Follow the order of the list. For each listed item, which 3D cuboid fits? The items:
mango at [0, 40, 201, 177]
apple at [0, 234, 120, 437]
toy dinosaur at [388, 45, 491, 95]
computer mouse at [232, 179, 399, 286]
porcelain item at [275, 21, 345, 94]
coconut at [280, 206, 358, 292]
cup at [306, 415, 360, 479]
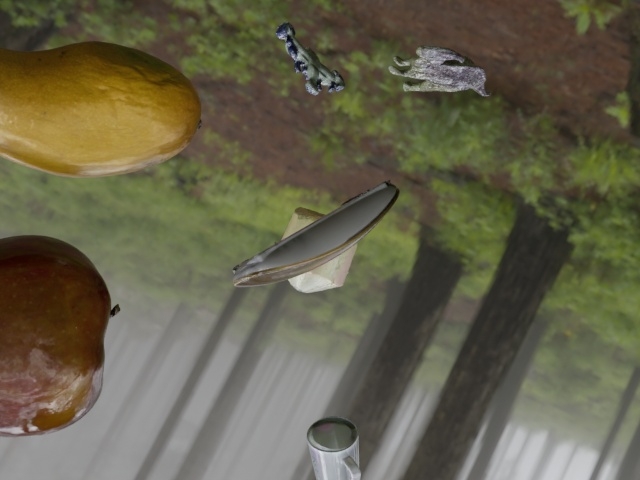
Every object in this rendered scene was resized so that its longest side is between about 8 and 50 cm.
[{"bbox_3d":[-0.333,-0.179,1.551,0.359,0.187,0.144,-5,-173,-26],"label":"mango"},{"bbox_3d":[-0.444,0.138,1.601,0.317,0.288,0.288,-5,-177,-23],"label":"apple"},{"bbox_3d":[0.231,-0.328,2.196,0.162,0.077,0.294,5,-175,30],"label":"toy dinosaur"},{"bbox_3d":[0.000,0.000,1.806,0.072,0.310,0.158,60,151,-2],"label":"computer mouse"},{"bbox_3d":[-0.011,-0.218,1.465,0.021,0.075,0.136,-26,138,26],"label":"porcelain item"},{"bbox_3d":[-0.011,0.026,2.154,0.147,0.152,0.147,20,-177,-1],"label":"coconut"},{"bbox_3d":[0.029,0.324,1.631,0.104,0.074,0.116,40,145,49],"label":"cup"}]
